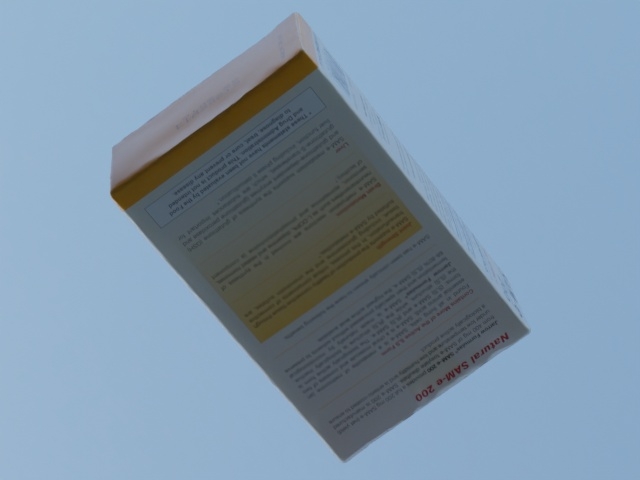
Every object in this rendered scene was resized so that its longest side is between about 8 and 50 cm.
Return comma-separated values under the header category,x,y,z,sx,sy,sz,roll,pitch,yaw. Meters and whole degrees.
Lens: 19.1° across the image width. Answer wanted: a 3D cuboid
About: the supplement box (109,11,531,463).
category,x,y,z,sx,sy,sz,roll,pitch,yaw
supplement box,0.000,0.000,0.488,0.062,0.098,0.036,-35,-159,10
